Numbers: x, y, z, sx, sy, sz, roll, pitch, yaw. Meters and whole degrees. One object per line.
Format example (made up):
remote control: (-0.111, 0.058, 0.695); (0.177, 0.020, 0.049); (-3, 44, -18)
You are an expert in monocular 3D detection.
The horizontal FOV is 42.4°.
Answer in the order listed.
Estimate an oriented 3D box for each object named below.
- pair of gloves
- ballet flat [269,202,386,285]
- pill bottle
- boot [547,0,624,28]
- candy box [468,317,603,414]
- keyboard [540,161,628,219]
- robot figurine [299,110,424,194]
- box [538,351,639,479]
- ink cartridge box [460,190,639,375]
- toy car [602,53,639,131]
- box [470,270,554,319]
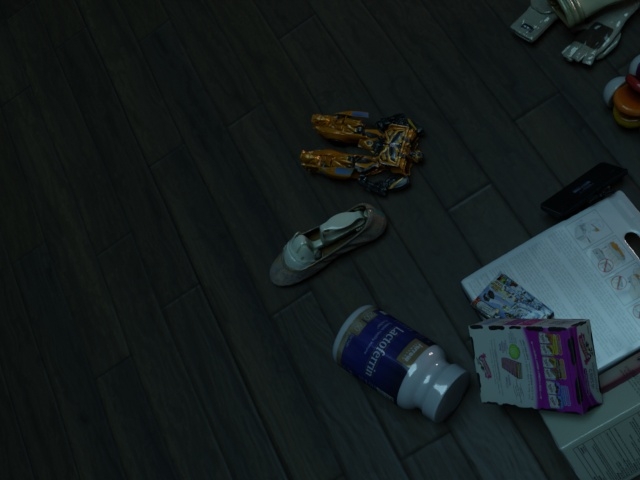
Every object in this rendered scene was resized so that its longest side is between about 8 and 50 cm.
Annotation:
pair of gloves: (0.591, -0.514, 1.908); (0.240, 0.042, 0.204); (34, 87, 30)
ballet flat: (0.000, 0.000, 1.921); (0.316, 0.106, 0.107); (-31, 61, 10)
pill bottle: (0.168, 0.258, 1.723); (0.265, 0.153, 0.153); (30, 84, 29)
boot: (0.595, -0.620, 1.870); (0.204, 0.095, 0.261); (-26, 67, 14)
candy box: (0.395, 0.228, 1.532); (0.233, 0.071, 0.159); (-5, 96, 51)
keyboard: (0.561, -0.101, 1.728); (0.180, 0.023, 0.108); (-35, 27, -9)
robot figurine: (0.105, -0.220, 1.975); (0.291, 0.085, 0.211); (8, 75, 26)
box: (0.548, 0.336, 1.510); (0.232, 0.148, 0.127); (-32, 22, 9)
ink cartridge box: (0.527, 0.120, 1.672); (0.385, 0.091, 0.308); (-30, 61, 3)
toy car: (0.694, -0.324, 1.734); (0.182, 0.136, 0.159); (-43, 60, 3)
box: (0.383, 0.138, 1.648); (0.094, 0.027, 0.137); (-46, 61, -5)
